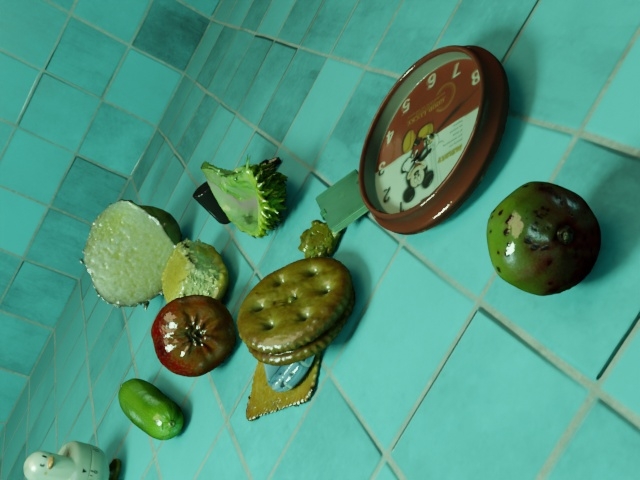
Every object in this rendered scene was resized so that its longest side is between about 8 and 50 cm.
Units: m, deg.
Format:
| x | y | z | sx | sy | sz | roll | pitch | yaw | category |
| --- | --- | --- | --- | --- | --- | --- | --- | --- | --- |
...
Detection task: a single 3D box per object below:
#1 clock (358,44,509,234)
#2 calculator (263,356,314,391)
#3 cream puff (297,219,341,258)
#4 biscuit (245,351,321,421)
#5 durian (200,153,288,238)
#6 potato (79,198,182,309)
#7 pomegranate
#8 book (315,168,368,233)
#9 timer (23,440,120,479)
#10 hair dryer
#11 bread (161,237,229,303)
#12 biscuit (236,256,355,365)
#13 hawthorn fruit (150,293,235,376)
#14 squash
| x | y | z | sx | sy | sz | roll | pitch | yaw | category |
| --- | --- | --- | --- | --- | --- | --- | --- | --- | --- |
| 0.177 | -0.158 | 1.241 | 0.318 | 0.080 | 0.318 | -38 | 40 | 41 | clock |
| -0.063 | 0.177 | 1.412 | 0.121 | 0.039 | 0.210 | -53 | 28 | 17 | calculator |
| 0.000 | 0.000 | 1.473 | 0.058 | 0.083 | 0.083 | 68 | -159 | -65 | cream puff |
| -0.059 | 0.202 | 1.444 | 0.232 | 0.013 | 0.237 | -32 | 39 | 49 | biscuit |
| -0.169 | -0.104 | 1.760 | 0.355 | 0.169 | 0.157 | 7 | 71 | 65 | durian |
| -0.527 | 0.041 | 2.284 | 0.289 | 0.301 | 0.237 | -33 | 1 | -8 | potato |
| 0.256 | 0.004 | 0.908 | 0.129 | 0.159 | 0.129 | -5 | 74 | 16 | pomegranate |
| 0.044 | -0.071 | 1.452 | 0.103 | 0.017 | 0.135 | -36 | 31 | 7 | book |
| -0.625 | 0.599 | 1.913 | 0.233 | 0.240 | 0.233 | -44 | 33 | 38 | timer |
| -0.187 | -0.135 | 1.949 | 0.248 | 0.114 | 0.070 | -28 | 34 | 22 | hair dryer |
| -0.304 | 0.099 | 1.894 | 0.245 | 0.121 | 0.174 | 43 | 114 | 60 | bread |
| -0.040 | 0.117 | 1.339 | 0.220 | 0.066 | 0.220 | -21 | 34 | 15 | biscuit |
| -0.273 | 0.206 | 1.695 | 0.200 | 0.179 | 0.179 | 127 | 162 | -74 | hawthorn fruit |
| -0.407 | 0.391 | 1.850 | 0.379 | 0.101 | 0.101 | 10 | 76 | 60 | squash |
